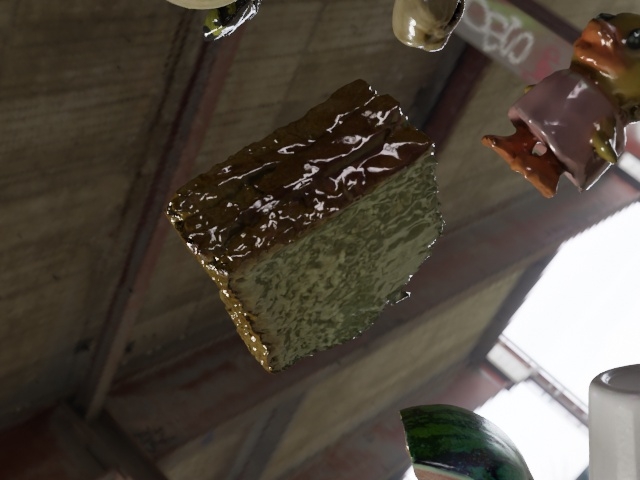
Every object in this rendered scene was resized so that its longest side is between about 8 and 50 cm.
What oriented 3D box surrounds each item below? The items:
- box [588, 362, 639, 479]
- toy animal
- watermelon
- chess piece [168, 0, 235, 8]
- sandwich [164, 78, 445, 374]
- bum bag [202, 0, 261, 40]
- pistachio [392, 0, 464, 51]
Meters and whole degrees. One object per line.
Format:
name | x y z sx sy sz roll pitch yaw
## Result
box | 0.403 0.266 1.161 0.291 0.206 0.262 -7 3 -29
toy animal | 0.367 -0.187 1.273 0.169 0.195 0.281 24 -71 -40
watermelon | 0.207 0.295 1.280 0.146 0.231 0.128 74 -146 -80
chess piece | -0.146 -0.429 1.186 0.167 0.299 0.167 -2 -47 -2
sandwich | 0.000 0.001 1.067 0.262 0.131 0.325 -34 -30 -9
bum bag | -0.136 -0.385 1.569 0.107 0.060 0.232 -36 21 21
pistachio | 0.159 -0.352 1.426 0.113 0.149 0.113 1 -33 1
